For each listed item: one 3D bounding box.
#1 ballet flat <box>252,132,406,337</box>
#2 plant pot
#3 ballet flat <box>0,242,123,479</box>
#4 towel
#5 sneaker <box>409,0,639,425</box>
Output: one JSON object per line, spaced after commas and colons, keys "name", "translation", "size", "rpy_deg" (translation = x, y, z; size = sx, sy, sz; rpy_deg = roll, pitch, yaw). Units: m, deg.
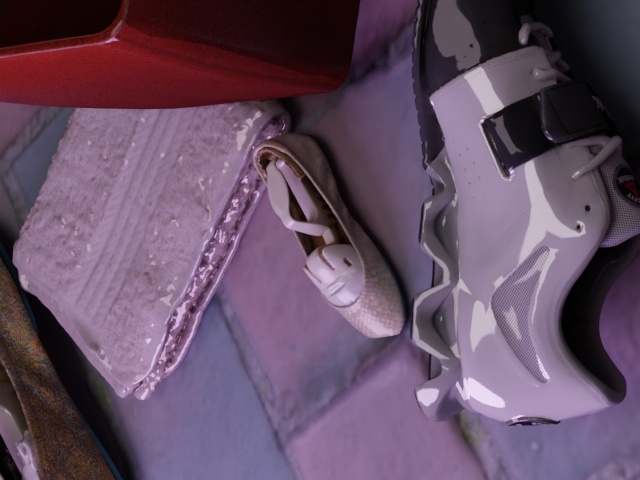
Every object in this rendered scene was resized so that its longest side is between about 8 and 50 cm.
{"name": "ballet flat", "translation": [0.000, 0.000, 1.324], "size": [0.057, 0.052, 0.168], "rpy_deg": [-45, 64, 36]}
{"name": "plant pot", "translation": [-0.110, -0.208, 1.258], "size": [0.267, 0.236, 0.267], "rpy_deg": [-2, 74, 44]}
{"name": "ballet flat", "translation": [-0.268, 0.117, 1.545], "size": [0.123, 0.123, 0.348], "rpy_deg": [-49, 61, 35]}
{"name": "towel", "translation": [-0.137, -0.033, 1.456], "size": [0.187, 0.049, 0.282], "rpy_deg": [44, 121, 31]}
{"name": "sneaker", "translation": [0.138, -0.052, 1.159], "size": [0.146, 0.122, 0.330], "rpy_deg": [1, 97, 30]}
